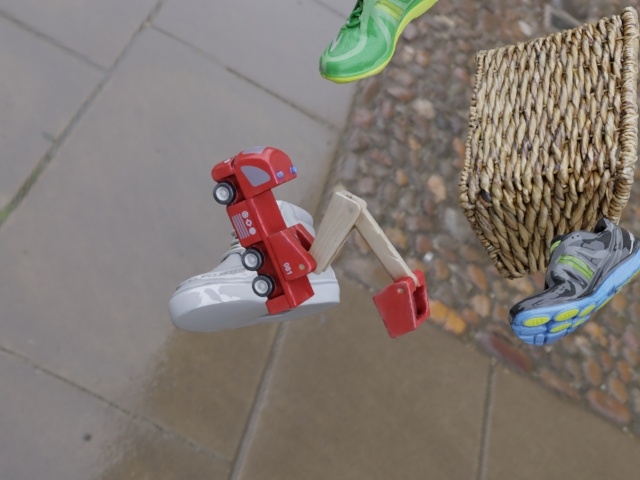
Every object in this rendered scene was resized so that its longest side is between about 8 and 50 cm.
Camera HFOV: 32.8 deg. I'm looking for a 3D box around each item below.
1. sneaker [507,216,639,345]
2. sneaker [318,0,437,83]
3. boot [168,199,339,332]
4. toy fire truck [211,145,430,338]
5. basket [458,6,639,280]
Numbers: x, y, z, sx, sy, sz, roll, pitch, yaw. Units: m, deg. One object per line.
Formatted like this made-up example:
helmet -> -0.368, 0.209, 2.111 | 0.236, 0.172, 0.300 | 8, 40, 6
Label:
sneaker -> 0.236, 0.037, 1.032 | 0.188, 0.067, 0.078 | -32, 68, -34
sneaker -> 0.085, -0.360, 1.657 | 0.109, 0.123, 0.295 | 21, 66, 43
boot -> -0.078, 0.021, 1.125 | 0.258, 0.095, 0.123 | 3, 66, -60
toy fire truck -> 0.000, 0.000, 0.922 | 0.192, 0.135, 0.047 | 68, 25, -3
basket -> 0.324, -0.108, 1.386 | 0.213, 0.223, 0.299 | 53, 36, -39
